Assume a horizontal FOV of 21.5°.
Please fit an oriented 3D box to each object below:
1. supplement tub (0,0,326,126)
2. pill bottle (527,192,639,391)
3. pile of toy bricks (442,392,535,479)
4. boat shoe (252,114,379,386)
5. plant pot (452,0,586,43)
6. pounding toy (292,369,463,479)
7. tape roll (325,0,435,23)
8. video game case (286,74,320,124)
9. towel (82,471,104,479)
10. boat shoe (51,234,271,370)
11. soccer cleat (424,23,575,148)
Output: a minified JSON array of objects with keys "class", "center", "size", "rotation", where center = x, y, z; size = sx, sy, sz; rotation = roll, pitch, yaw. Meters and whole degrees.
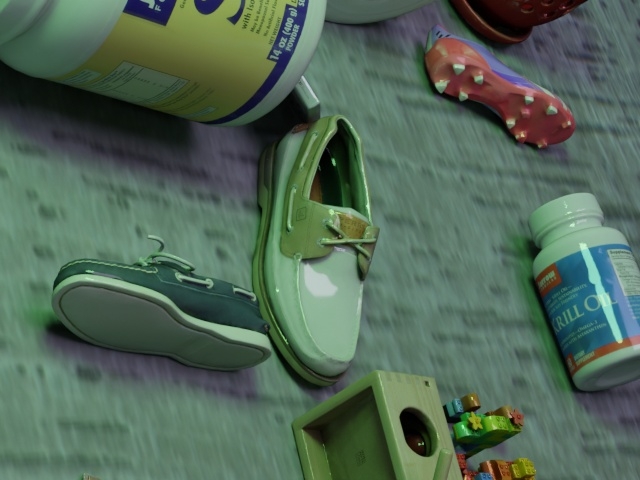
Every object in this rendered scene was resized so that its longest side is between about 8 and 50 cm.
[{"class":"supplement tub","center":[-0.185,-0.256,1.629],"size":[0.331,0.241,0.241],"rotation":[13,53,-42]},{"class":"pill bottle","center":[0.329,0.060,2.041],"size":[0.124,0.124,0.221],"rotation":[6,57,-45]},{"class":"pile of toy bricks","center":[0.166,0.208,1.760],"size":[0.212,0.105,0.118],"rotation":[8,56,-44]},{"class":"boat shoe","center":[0.000,0.000,1.744],"size":[0.113,0.103,0.302],"rotation":[20,49,-37]},{"class":"plant pot","center":[0.272,-0.376,2.278],"size":[0.191,0.174,0.191],"rotation":[27,45,-31]},{"class":"pounding toy","center":[0.085,0.233,1.589],"size":[0.094,0.181,0.206],"rotation":[12,54,-43]},{"class":"tape roll","center":[0.068,-0.393,2.012],"size":[0.246,0.246,0.169],"rotation":[3,60,-46]},{"class":"video game case","center":[-0.043,-0.192,1.841],"size":[0.143,0.019,0.157],"rotation":[59,-4,5]},{"class":"towel","center":[-0.181,0.241,1.435],"size":[0.060,0.009,0.083],"rotation":[27,45,-32]},{"class":"boat shoe","center":[-0.144,0.055,1.551],"size":[0.254,0.095,0.079],"rotation":[18,52,-41]},{"class":"soccer cleat","center":[0.236,-0.201,2.185],"size":[0.248,0.083,0.095],"rotation":[23,42,-32]}]
